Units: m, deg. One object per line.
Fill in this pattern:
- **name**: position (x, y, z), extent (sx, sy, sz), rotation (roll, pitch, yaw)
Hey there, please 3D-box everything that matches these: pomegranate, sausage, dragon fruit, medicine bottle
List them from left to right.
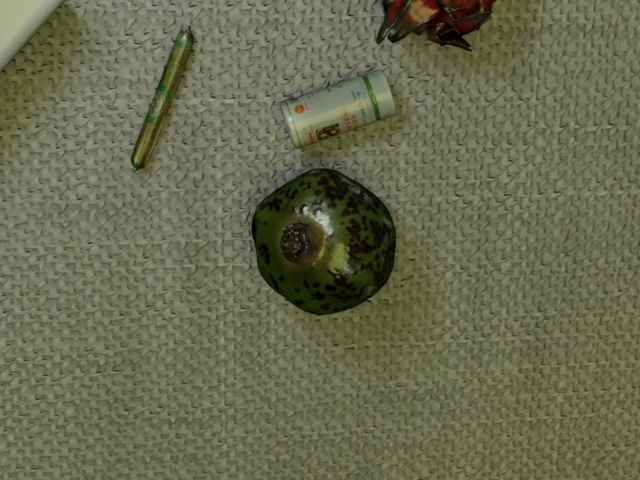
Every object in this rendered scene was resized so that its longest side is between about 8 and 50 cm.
- **sausage**: position (-0.267, -0.235, 1.961), extent (0.033, 0.033, 0.269), rotation (20, 104, -14)
- **pomegranate**: position (0.000, 0.000, 1.966), extent (0.254, 0.270, 0.254), rotation (-1, 87, 23)
- **medicine bottle**: position (0.029, -0.224, 1.983), extent (0.183, 0.086, 0.086), rotation (-19, 110, -1)
- **dragon fruit**: position (0.189, -0.417, 1.891), extent (0.274, 0.193, 0.192), rotation (-41, 138, 6)

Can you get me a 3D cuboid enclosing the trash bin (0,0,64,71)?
- **trash bin**: position (-0.596, -0.327, 1.779), extent (0.368, 0.256, 0.296), rotation (-44, 107, 0)
